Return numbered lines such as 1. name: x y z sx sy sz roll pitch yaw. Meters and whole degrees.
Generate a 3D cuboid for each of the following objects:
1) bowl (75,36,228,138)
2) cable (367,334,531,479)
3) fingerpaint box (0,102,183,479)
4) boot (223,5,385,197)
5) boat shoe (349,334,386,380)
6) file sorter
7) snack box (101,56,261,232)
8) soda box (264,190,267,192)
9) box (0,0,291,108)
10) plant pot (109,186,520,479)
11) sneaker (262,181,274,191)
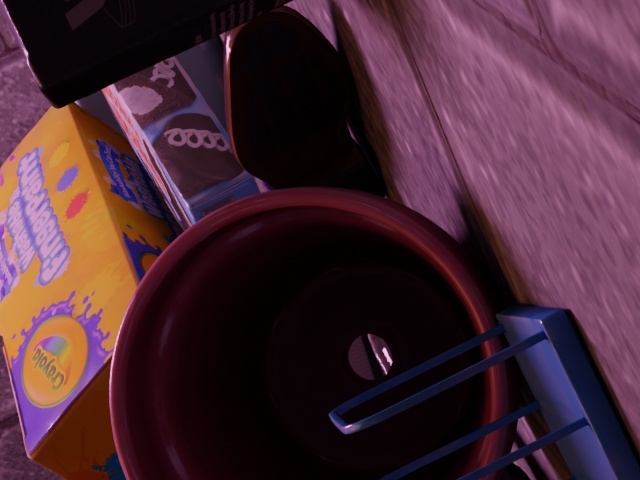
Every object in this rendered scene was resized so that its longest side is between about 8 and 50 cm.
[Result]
1. bowl: -0.189 -0.183 2.055 0.311 0.163 0.312 155 90 -86
2. cable: 0.071 0.140 1.142 0.139 0.072 0.287 19 -154 -42
3. fingerpaint box: -0.101 0.102 1.707 0.371 0.163 0.445 35 -168 -28
4. boot: -0.030 -0.093 1.137 0.106 0.082 0.219 58 176 33
5. boat shoe: 0.047 0.128 1.455 0.119 0.121 0.335 -108 8 -49
6. file sorter: 0.086 0.126 0.828 0.118 0.104 0.170 162 83 -86
7. snack box: -0.116 -0.077 1.558 0.322 0.060 0.187 56 171 42
8. soda box: 0.000 0.000 1.501 0.061 0.058 0.181 63 175 14
9. box: -0.095 -0.169 0.926 0.093 0.158 0.156 138 106 -86
10. plant pot: 0.011 0.073 0.997 0.201 0.201 0.180 64 -168 5
11. sneaker: 0.005 -0.010 1.277 0.068 0.071 0.170 66 175 -31
